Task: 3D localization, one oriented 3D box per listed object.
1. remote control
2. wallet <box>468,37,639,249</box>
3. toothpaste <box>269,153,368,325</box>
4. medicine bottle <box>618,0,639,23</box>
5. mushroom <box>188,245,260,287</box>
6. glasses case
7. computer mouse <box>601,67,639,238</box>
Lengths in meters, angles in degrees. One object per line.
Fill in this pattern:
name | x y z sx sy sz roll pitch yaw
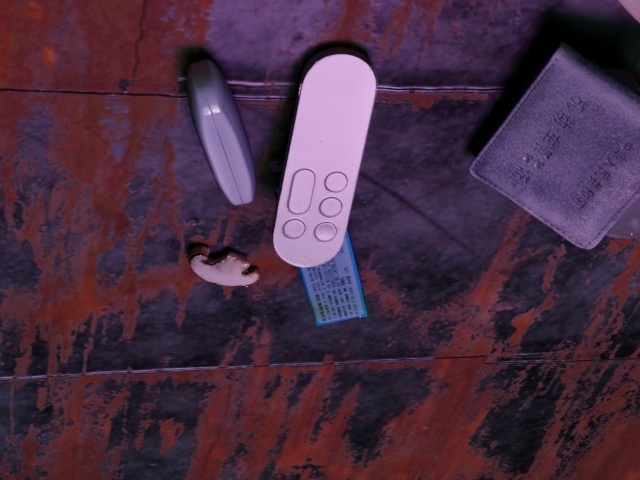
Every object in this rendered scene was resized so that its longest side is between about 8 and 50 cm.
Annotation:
remote control | 0.002 -0.079 1.552 0.077 0.022 0.245 4 122 -13
wallet | 0.257 -0.090 1.569 0.167 0.036 0.222 35 145 1
toothpaste | 0.000 0.000 1.697 0.065 0.050 0.266 -14 144 2
medicine bottle | 0.442 -0.174 1.434 0.236 0.235 0.406 -32 140 25
mushroom | -0.108 0.029 1.733 0.049 0.019 0.101 -35 140 29
glasses case | -0.096 -0.103 1.518 0.045 0.067 0.178 -15 144 1
computer mouse | 0.305 -0.095 1.635 0.128 0.079 0.231 -13 128 26
